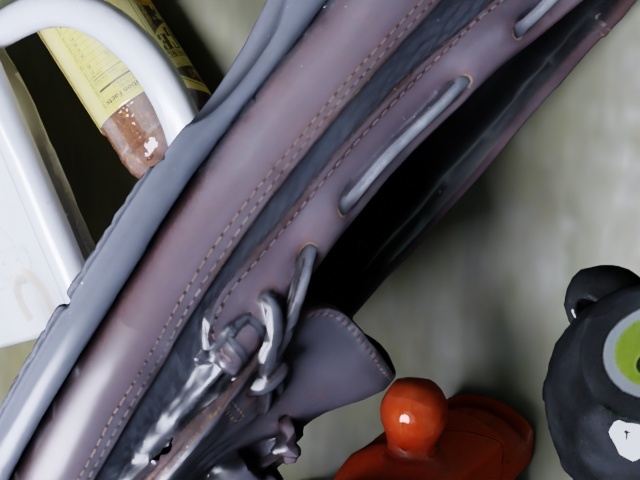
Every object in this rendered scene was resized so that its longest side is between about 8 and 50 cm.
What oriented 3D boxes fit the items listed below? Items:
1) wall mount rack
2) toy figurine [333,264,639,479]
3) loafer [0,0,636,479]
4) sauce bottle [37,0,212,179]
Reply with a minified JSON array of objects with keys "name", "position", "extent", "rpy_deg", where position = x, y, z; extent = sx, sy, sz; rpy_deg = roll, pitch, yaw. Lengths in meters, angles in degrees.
[{"name":"wall mount rack","position":[-0.213,-0.035,0.561],"extent":[0.350,0.130,0.304],"rpy_deg":[-17,99,43]},{"name":"toy figurine","position":[0.100,0.114,0.426],"extent":[0.213,0.148,0.209],"rpy_deg":[-36,84,34]},{"name":"loafer","position":[0.000,0.000,0.433],"extent":[0.095,0.109,0.302],"rpy_deg":[31,91,7]},{"name":"sauce bottle","position":[-0.062,-0.051,0.543],"extent":[0.042,0.042,0.128],"rpy_deg":[-34,87,35]}]
